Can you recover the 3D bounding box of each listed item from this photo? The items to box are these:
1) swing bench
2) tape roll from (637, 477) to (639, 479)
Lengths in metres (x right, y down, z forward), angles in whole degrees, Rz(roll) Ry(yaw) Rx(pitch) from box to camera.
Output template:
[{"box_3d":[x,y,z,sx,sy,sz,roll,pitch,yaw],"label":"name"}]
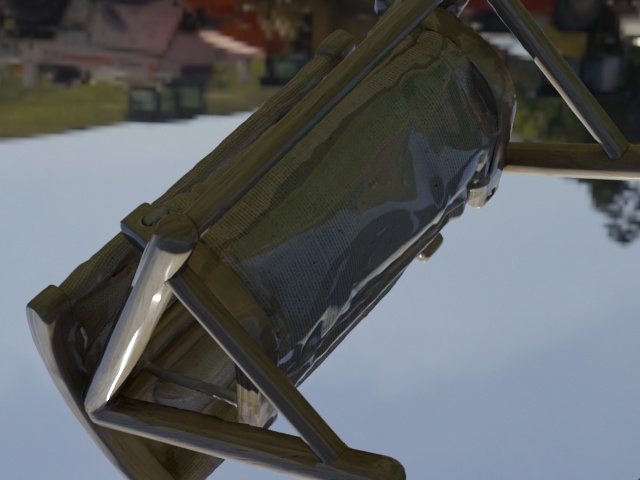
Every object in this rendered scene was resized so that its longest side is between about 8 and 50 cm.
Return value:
[{"box_3d":[0.000,0.000,0.783,0.253,0.165,0.255,-45,-168,-29],"label":"swing bench"},{"box_3d":[0.222,0.142,0.785,0.080,0.189,0.189,44,-153,23],"label":"tape roll"}]
